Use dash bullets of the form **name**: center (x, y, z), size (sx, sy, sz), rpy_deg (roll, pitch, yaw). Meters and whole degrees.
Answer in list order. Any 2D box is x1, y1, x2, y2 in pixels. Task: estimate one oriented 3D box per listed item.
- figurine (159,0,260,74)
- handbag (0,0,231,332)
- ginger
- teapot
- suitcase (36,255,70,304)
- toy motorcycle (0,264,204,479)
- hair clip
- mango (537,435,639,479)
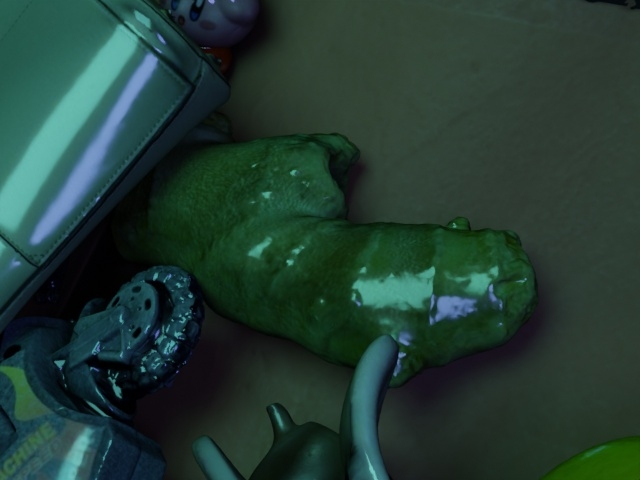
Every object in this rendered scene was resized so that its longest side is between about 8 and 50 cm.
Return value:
- **figurine**: center (-0.075, -0.159, 1.220), size (0.067, 0.071, 0.083), rpy_deg (-24, 52, -40)
- **handbag**: center (-0.213, -0.039, 1.147), size (0.315, 0.109, 0.241), rpy_deg (-49, 44, 3)
- **ginger**: center (-0.004, -0.002, 1.090), size (0.137, 0.089, 0.290), rpy_deg (-33, 43, -28)
- **teapot**: center (0.012, 0.137, 1.014), size (0.121, 0.076, 0.068), rpy_deg (35, 77, 7)
- **suitcase**: center (-0.204, -0.020, 1.211), size (0.086, 0.059, 0.126), rpy_deg (-4, 62, 23)
- **toy motorcycle**: center (-0.164, 0.153, 1.070), size (0.173, 0.108, 0.307), rpy_deg (3, 67, 46)
- **hair clip**: center (0.014, 0.193, 0.899), size (0.113, 0.172, 0.282), rpy_deg (-13, 74, -2)
- **mango**: center (0.149, 0.225, 0.838), size (0.149, 0.185, 0.273), rpy_deg (-17, 66, 60)
